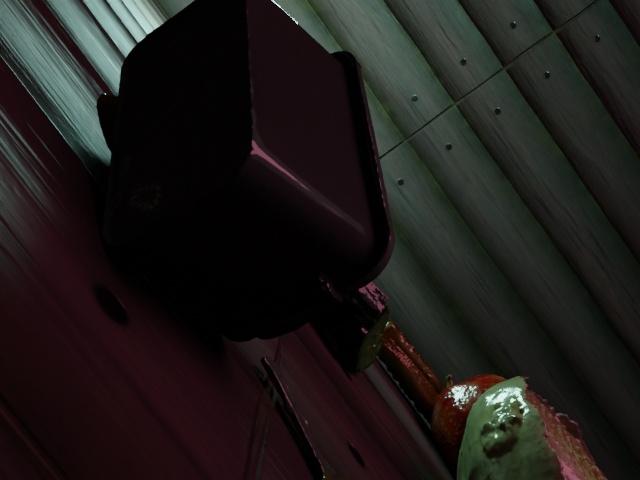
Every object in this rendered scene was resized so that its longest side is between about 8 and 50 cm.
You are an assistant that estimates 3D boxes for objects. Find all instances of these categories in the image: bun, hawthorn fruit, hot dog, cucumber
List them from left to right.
[{"bbox_3d":[0.023,0.095,0.888,0.193,0.086,0.115,53,-40,5],"label":"cucumber"},{"bbox_3d":[0.198,0.292,1.308,0.289,0.083,0.068,53,-34,-6],"label":"hot dog"},{"bbox_3d":[0.307,0.347,1.209,0.205,0.205,0.253,52,0,-32],"label":"hawthorn fruit"},{"bbox_3d":[0.298,0.373,0.830,0.364,0.202,0.364,49,12,-14],"label":"bun"}]

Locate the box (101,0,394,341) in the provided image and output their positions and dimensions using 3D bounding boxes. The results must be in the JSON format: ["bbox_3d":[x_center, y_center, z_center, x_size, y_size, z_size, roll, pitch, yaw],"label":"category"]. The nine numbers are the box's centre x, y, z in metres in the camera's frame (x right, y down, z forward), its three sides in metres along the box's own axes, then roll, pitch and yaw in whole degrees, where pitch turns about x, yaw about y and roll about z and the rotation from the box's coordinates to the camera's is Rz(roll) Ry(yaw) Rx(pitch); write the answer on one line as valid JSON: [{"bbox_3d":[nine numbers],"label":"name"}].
[{"bbox_3d":[-0.058,-0.066,0.462,0.135,0.163,0.243,37,37,-43],"label":"box"}]

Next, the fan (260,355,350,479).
[{"bbox_3d":[0.039,0.223,0.444,0.335,0.011,0.229,58,5,25],"label":"fan"}]

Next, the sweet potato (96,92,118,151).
[{"bbox_3d":[-0.127,-0.052,0.572,0.218,0.051,0.065,51,1,-45],"label":"sweet potato"}]
